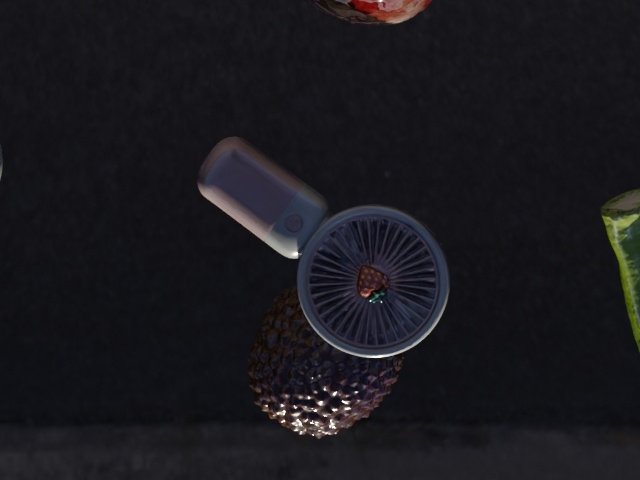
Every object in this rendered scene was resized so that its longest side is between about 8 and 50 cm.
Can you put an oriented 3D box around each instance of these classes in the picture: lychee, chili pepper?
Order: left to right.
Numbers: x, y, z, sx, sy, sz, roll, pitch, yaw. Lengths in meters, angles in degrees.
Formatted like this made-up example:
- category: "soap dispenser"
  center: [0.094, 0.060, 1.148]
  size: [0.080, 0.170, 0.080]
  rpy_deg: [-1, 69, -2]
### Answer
- category: "lychee"
  center: [0.003, 0.150, 1.843]
  size: [0.188, 0.188, 0.188]
  rpy_deg: [-5, 126, -7]
- category: "chili pepper"
  center: [0.213, 0.067, 0.890]
  size: [0.050, 0.052, 0.202]
  rpy_deg: [-23, 86, 33]

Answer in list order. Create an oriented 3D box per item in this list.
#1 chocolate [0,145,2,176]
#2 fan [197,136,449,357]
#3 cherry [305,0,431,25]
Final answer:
- category: "chocolate"
  center: [-0.418, -0.080, 1.620]
  size: [0.147, 0.221, 0.221]
  rpy_deg: [-2, 129, 17]
- category: "fan"
  center: [0.000, 0.000, 1.301]
  size: [0.244, 0.074, 0.130]
  rpy_deg: [35, 99, 3]
- category: "cherry"
  center: [0.048, -0.366, 1.737]
  size: [0.203, 0.300, 0.230]
  rpy_deg: [-9, 107, -17]
